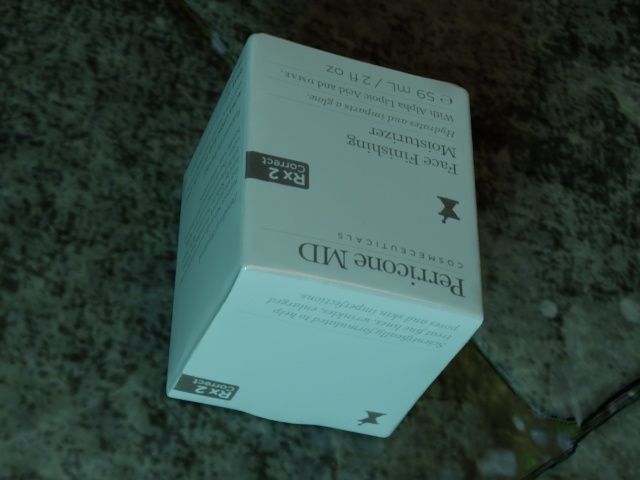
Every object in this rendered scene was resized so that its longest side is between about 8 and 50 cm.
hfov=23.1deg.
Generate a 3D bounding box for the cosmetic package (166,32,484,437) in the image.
[{"bbox_3d":[0.000,0.000,0.971,0.151,0.151,0.183,12,51,-17],"label":"cosmetic package"}]
